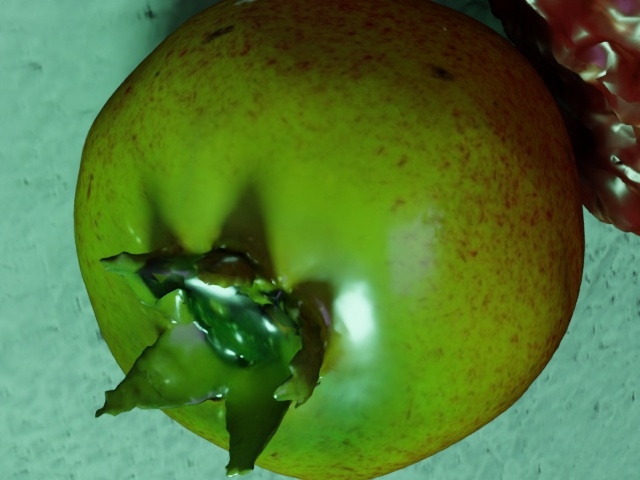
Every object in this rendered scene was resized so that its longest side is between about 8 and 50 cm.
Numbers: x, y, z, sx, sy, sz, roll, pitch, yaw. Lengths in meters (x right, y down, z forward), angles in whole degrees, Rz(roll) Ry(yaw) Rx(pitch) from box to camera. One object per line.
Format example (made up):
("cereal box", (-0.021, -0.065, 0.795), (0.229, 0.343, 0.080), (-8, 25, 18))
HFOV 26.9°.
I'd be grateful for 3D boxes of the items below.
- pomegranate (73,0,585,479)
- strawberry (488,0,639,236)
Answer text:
("pomegranate", (0.000, 0.000, 0.565), (0.256, 0.221, 0.221), (-54, 144, -58))
("strawberry", (0.174, -0.147, 0.597), (0.295, 0.317, 0.345), (-14, 140, -30))
